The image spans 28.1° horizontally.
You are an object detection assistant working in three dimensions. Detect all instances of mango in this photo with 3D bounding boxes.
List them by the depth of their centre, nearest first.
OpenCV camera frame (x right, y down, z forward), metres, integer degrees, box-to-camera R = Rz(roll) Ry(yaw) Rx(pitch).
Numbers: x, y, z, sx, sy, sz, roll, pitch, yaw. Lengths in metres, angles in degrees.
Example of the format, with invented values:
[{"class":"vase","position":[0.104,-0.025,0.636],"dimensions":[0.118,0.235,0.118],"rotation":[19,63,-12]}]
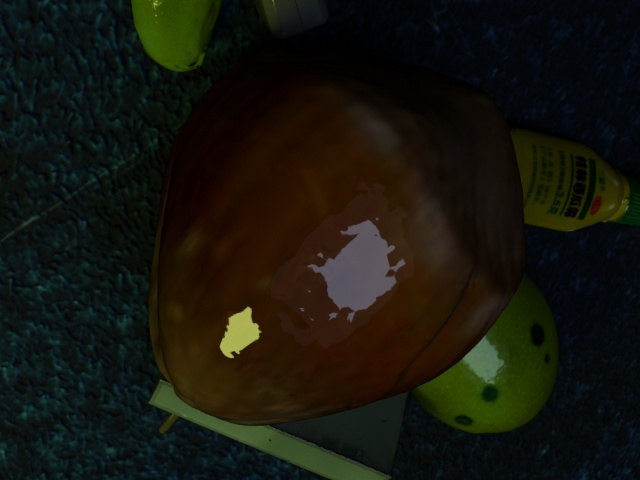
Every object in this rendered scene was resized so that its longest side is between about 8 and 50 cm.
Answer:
[{"class":"mango","position":[-0.121,-0.220,1.100],"dimensions":[0.091,0.074,0.165],"rotation":[-11,120,-16]},{"class":"mango","position":[0.143,0.073,1.315],"dimensions":[0.175,0.143,0.293],"rotation":[-27,113,-5]}]

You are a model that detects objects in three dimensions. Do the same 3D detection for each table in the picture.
[{"class":"table","position":[-0.048,0.170,1.273],"dimensions":[0.240,0.122,0.111],"rotation":[24,134,-6]}]

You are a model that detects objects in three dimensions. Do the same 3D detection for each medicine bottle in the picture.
[{"class":"medicine bottle","position":[0.285,-0.051,1.340],"dimensions":[0.260,0.064,0.095],"rotation":[10,90,-29]}]

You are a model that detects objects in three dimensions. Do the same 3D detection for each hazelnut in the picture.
[{"class":"hazelnut","position":[0.000,0.000,1.088],"dimensions":[0.315,0.372,0.372],"rotation":[40,100,-2]}]

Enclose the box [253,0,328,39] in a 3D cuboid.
[{"class":"box","position":[-0.054,-0.296,1.066],"dimensions":[0.055,0.103,0.244],"rotation":[-20,122,-4]}]
